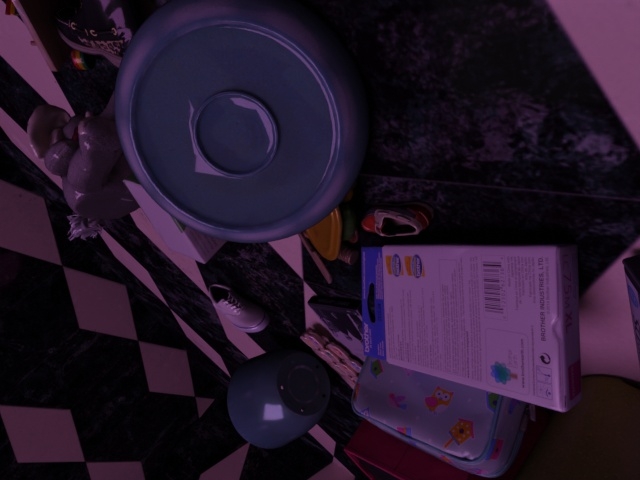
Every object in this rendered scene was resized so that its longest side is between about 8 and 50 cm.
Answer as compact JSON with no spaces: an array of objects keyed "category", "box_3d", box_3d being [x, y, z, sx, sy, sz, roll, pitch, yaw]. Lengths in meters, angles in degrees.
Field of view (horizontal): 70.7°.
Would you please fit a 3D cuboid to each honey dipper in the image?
[{"category":"honey dipper","box_3d":[0.000,0.000,0.847,0.161,0.030,0.030,27,149,32]}]

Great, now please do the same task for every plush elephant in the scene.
[{"category":"plush elephant","box_3d":[-0.438,-0.182,0.928,0.330,0.272,0.255,-33,66,29]}]

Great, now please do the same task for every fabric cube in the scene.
[{"category":"fabric cube","box_3d":[0.256,0.386,0.837,0.259,0.258,0.254,-3,129,52]}]

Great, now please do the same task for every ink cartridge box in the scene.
[{"category":"ink cartridge box","box_3d":[0.183,0.096,0.621,0.311,0.065,0.186,-1,92,49]},{"category":"ink cartridge box","box_3d":[-0.177,-0.095,0.730,0.093,0.212,0.154,16,143,32]}]

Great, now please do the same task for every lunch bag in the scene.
[{"category":"lunch bag","box_3d":[0.197,0.222,0.718,0.108,0.224,0.279,40,157,-32]}]

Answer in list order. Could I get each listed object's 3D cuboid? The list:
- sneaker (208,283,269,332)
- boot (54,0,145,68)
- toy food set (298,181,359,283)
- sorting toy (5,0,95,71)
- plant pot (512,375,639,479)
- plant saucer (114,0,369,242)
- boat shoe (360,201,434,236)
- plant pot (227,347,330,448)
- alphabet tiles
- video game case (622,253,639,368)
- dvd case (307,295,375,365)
[{"category":"sneaker","box_3d":[-0.265,0.206,1.389,0.258,0.094,0.091,16,148,40]},{"category":"boot","box_3d":[-0.343,-0.374,0.681,0.236,0.085,0.178,32,144,24]},{"category":"toy food set","box_3d":[0.020,-0.042,0.729,0.128,0.071,0.218,54,158,29]},{"category":"sorting toy","box_3d":[-0.472,-0.386,0.754,0.046,0.132,0.274,1,144,2]},{"category":"plant pot","box_3d":[0.391,0.339,0.606,0.276,0.254,0.276,29,150,19]},{"category":"plant saucer","box_3d":[-0.099,-0.131,0.546,0.317,0.044,0.317,1,116,2]},{"category":"boat shoe","box_3d":[0.103,-0.026,0.662,0.137,0.043,0.049,-3,131,54]},{"category":"plant pot","box_3d":[-0.107,0.466,1.389,0.293,0.293,0.235,43,136,-5]},{"category":"alphabet tiles","box_3d":[0.063,0.346,1.229,0.284,0.021,0.278,41,159,1]},{"category":"video game case","box_3d":[0.373,0.186,0.422,0.035,0.275,0.248,-19,122,19]},{"category":"dvd case","box_3d":[0.092,0.226,1.050,0.179,0.029,0.238,-2,131,52]}]
